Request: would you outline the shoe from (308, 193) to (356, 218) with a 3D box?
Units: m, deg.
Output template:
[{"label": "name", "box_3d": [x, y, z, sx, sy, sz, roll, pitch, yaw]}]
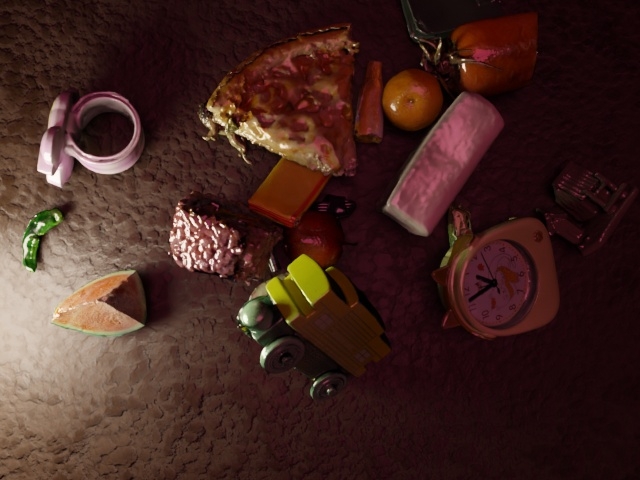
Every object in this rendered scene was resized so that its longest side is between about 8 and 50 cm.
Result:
[{"label": "shoe", "box_3d": [0.016, -0.093, 1.477, 0.160, 0.053, 0.062, -4, 51, 3]}]

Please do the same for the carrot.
[{"label": "carrot", "box_3d": [0.421, -0.465, 1.435, 0.332, 0.193, 0.214, -7, 49, 2]}]

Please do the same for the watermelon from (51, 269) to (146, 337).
[{"label": "watermelon", "box_3d": [-0.554, 0.183, 1.445, 0.231, 0.128, 0.146, -19, 117, 11]}]

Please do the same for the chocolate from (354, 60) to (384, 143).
[{"label": "chocolate", "box_3d": [0.135, -0.373, 1.490, 0.086, 0.085, 0.219, 5, 83, -2]}]

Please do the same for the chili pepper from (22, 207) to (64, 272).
[{"label": "chili pepper", "box_3d": [-0.742, -0.008, 1.460, 0.073, 0.050, 0.182, 25, 90, -8]}]

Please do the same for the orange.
[{"label": "orange", "box_3d": [0.238, -0.363, 1.440, 0.159, 0.136, 0.158, 3, 110, 10]}]

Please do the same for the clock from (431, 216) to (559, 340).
[{"label": "clock", "box_3d": [0.431, 0.103, 1.410, 0.349, 0.117, 0.285, -14, 97, -19]}]

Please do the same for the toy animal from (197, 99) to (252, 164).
[{"label": "toy animal", "box_3d": [-0.259, -0.279, 1.475, 0.086, 0.069, 0.219, -41, 91, -8]}]

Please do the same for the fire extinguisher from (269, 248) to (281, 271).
[{"label": "fire extinguisher", "box_3d": [-0.133, 0.042, 1.490, 0.038, 0.025, 0.083, -18, 89, 21]}]

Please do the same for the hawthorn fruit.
[{"label": "hawthorn fruit", "box_3d": [0.000, 0.000, 1.430, 0.194, 0.157, 0.156, 3, 88, -3]}]

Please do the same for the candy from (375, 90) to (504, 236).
[{"label": "candy", "box_3d": [0.297, -0.186, 1.419, 0.145, 0.208, 0.358, 35, 87, -2]}]

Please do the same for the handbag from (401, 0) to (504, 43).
[{"label": "handbag", "box_3d": [0.344, -0.675, 1.498, 0.260, 0.079, 0.247, -14, 86, -6]}]

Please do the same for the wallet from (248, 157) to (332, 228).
[{"label": "wallet", "box_3d": [-0.064, -0.138, 1.420, 0.141, 0.067, 0.241, 25, 57, 15]}]

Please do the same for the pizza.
[{"label": "pizza", "box_3d": [-0.093, -0.376, 1.438, 0.392, 0.080, 0.434, 1, 72, -2]}]

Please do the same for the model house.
[{"label": "model house", "box_3d": [0.687, -0.096, 1.472, 0.188, 0.122, 0.229, 36, 90, 2]}]

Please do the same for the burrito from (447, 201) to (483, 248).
[{"label": "burrito", "box_3d": [0.402, 0.038, 1.491, 0.104, 0.054, 0.287, -9, 89, -2]}]

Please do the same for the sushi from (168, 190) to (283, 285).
[{"label": "sushi", "box_3d": [-0.235, -0.004, 1.391, 0.270, 0.236, 0.170, 21, 106, 6]}]

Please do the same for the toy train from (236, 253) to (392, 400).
[{"label": "toy train", "box_3d": [0.001, 0.213, 1.320, 0.272, 0.442, 0.179, -40, 48, 2]}]

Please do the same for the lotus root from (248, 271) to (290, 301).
[{"label": "lotus root", "box_3d": [-0.079, 0.150, 1.442, 0.235, 0.119, 0.138, -20, 89, -1]}]

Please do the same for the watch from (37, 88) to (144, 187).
[{"label": "watch", "box_3d": [-0.570, -0.256, 1.412, 0.218, 0.211, 0.248, 9, 80, -10]}]
